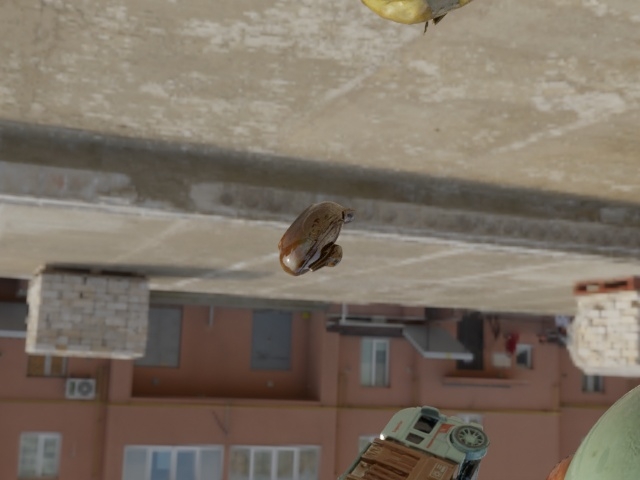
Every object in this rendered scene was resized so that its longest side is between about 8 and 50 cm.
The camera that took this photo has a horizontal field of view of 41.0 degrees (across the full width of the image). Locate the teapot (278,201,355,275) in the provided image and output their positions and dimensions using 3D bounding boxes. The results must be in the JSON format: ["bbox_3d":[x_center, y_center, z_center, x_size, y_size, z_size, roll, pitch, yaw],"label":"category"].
[{"bbox_3d":[0.000,0.000,1.157,0.078,0.129,0.098,37,149,8],"label":"teapot"}]

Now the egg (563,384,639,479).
[{"bbox_3d":[0.385,0.319,0.891,0.276,0.389,0.276,19,156,9],"label":"egg"}]

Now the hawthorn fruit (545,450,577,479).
[{"bbox_3d":[0.421,0.404,1.231,0.210,0.210,0.262,0,179,16],"label":"hawthorn fruit"}]

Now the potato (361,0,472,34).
[{"bbox_3d":[0.122,-0.271,0.537,0.140,0.300,0.173,29,-167,-22],"label":"potato"}]

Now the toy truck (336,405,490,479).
[{"bbox_3d":[0.106,0.352,1.158,0.162,0.136,0.305,19,-148,23],"label":"toy truck"}]
